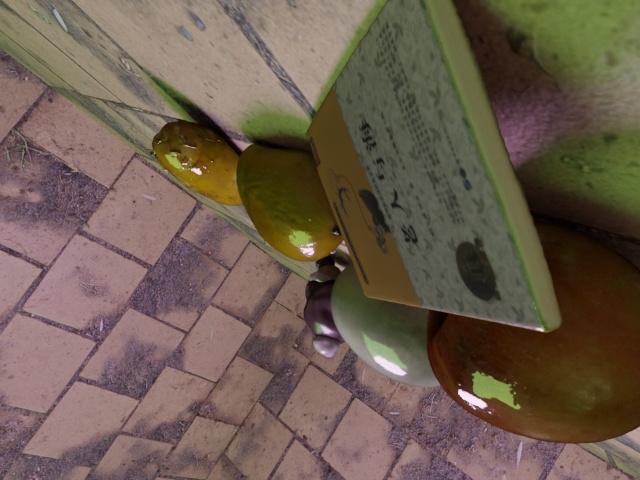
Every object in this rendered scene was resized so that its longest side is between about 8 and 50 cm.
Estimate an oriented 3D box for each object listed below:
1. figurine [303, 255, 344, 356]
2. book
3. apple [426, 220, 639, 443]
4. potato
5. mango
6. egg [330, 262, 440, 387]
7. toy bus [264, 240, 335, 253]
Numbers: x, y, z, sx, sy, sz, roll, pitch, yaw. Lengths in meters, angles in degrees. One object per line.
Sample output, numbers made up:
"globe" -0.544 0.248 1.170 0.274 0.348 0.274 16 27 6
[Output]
"figurine" 0.020 0.195 1.536 0.365 0.206 0.218 -126 17 -61
"book" 0.073 -0.051 0.483 0.389 0.032 0.269 160 90 -77
"apple" 0.243 0.102 0.503 0.253 0.253 0.253 32 171 6
"potato" -0.269 -0.180 1.064 0.173 0.140 0.300 19 170 33
"mango" -0.061 -0.071 0.824 0.331 0.142 0.195 28 127 57
"egg" 0.184 0.182 1.028 0.352 0.258 0.258 32 171 9
"toy bus" -0.057 -0.001 1.262 0.203 0.063 0.090 6 174 7
